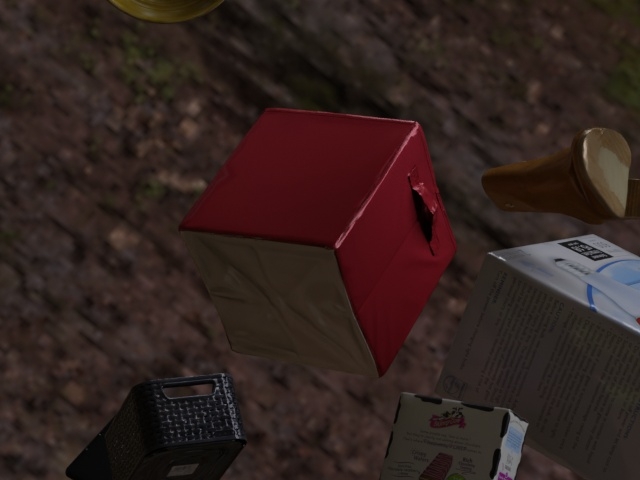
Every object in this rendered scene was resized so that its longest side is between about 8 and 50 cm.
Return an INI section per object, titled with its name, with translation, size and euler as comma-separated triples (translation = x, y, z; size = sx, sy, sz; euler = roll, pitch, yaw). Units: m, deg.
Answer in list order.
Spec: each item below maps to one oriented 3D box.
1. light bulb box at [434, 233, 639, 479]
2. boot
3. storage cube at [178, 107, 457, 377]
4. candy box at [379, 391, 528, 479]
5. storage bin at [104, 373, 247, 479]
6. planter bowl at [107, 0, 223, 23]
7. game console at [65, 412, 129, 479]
[light bulb box]
translation = 0.421, 0.175, 2.277
size = 0.361, 0.225, 0.358
euler = 28, 20, 28
[boot]
translation = 0.302, -0.076, 2.109
size = 0.211, 0.104, 0.295
euler = 3, -11, 29
[storage cube]
translation = 0.000, 0.000, 1.659
size = 0.215, 0.193, 0.184
euler = 7, -44, 30
[candy box]
translation = 0.155, 0.320, 2.052
size = 0.159, 0.233, 0.071
euler = 7, -16, 32
[storage bin]
translation = -0.169, 0.231, 1.887
size = 0.180, 0.122, 0.084
euler = 125, -44, -56
[planter bowl]
translation = -0.199, -0.390, 2.110
size = 0.217, 0.217, 0.090
euler = 39, 5, -7
[game console]
translation = -0.243, 0.296, 2.074
size = 0.071, 0.122, 0.107
euler = -3, -55, 43
